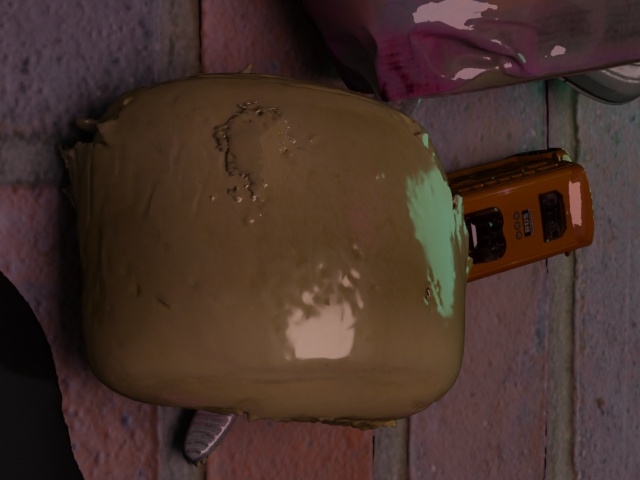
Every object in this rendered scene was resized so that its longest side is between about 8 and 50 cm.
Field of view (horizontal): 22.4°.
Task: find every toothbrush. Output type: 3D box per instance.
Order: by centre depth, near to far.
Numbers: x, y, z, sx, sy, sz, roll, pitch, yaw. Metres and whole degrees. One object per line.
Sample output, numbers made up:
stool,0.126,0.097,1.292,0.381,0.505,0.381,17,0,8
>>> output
toothbrush,0.000,0.000,1.157,0.375,0.028,0.037,-60,170,-21

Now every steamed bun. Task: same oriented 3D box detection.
steamed bun,-0.021,0.003,1.028,0.273,0.166,0.232,10,80,-29

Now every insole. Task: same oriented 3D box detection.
insole,-0.189,0.131,1.024,0.086,0.005,0.253,-31,111,-33

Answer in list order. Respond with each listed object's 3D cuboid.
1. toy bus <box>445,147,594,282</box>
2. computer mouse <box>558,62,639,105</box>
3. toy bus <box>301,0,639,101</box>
toy bus,0.143,-0.017,1.237,0.194,0.088,0.083,-16,101,-38
computer mouse,0.252,-0.255,1.310,0.159,0.097,0.288,30,86,-24
toy bus,0.168,-0.200,1.144,0.386,0.171,0.162,-13,104,-19
